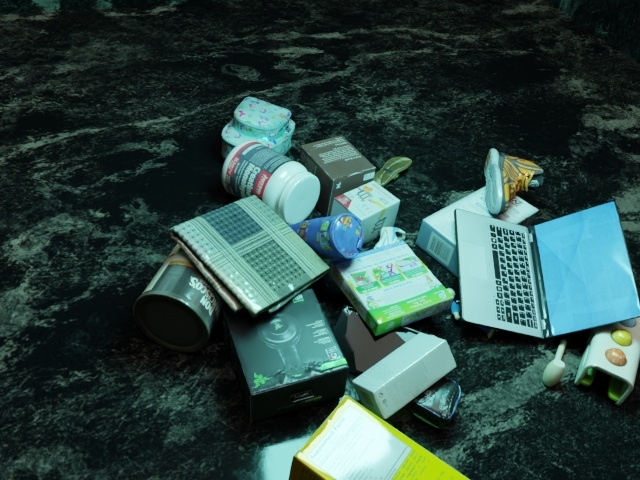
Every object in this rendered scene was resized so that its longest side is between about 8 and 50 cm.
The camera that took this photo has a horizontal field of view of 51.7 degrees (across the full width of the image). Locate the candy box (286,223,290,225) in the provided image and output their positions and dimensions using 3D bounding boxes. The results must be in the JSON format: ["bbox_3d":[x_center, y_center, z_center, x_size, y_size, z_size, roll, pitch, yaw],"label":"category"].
[{"bbox_3d":[-0.162,-0.015,2.019,0.205,0.027,0.105,-3,41,-15],"label":"candy box"}]

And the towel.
[{"bbox_3d":[-0.176,0.037,1.701,0.324,0.056,0.312,44,41,16],"label":"towel"}]

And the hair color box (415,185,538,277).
[{"bbox_3d":[0.504,-0.044,2.118,0.374,0.114,0.185,-27,54,-33],"label":"hair color box"}]

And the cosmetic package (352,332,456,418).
[{"bbox_3d":[0.205,0.326,1.611,0.231,0.086,0.117,-29,14,-19],"label":"cosmetic package"}]

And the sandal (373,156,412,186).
[{"bbox_3d":[0.250,-0.238,2.332,0.072,0.049,0.180,32,61,30],"label":"sandal"}]

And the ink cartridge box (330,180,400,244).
[{"bbox_3d":[0.138,-0.083,2.077,0.176,0.127,0.128,-26,53,-34],"label":"ink cartridge box"}]

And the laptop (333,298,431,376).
[{"bbox_3d":[0.161,0.261,1.795,0.234,0.137,0.264,20,18,9],"label":"laptop"}]

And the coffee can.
[{"bbox_3d":[-0.330,0.120,1.711,0.201,0.202,0.275,16,42,7],"label":"coffee can"}]

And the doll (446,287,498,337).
[{"bbox_3d":[0.426,0.199,1.889,0.129,0.046,0.189,-28,55,-36],"label":"doll"}]

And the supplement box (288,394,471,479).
[{"bbox_3d":[0.128,0.529,1.364,0.356,0.195,0.194,31,46,21],"label":"supplement box"}]

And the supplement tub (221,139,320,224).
[{"bbox_3d":[-0.157,-0.182,2.065,0.272,0.191,0.191,30,46,28],"label":"supplement tub"}]

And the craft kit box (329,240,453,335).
[{"bbox_3d":[0.191,0.122,1.805,0.249,0.061,0.247,-15,45,-26],"label":"craft kit box"}]

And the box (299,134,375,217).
[{"bbox_3d":[0.046,-0.211,2.168,0.168,0.167,0.203,-17,49,-28],"label":"box"}]

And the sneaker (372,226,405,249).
[{"bbox_3d":[0.205,0.038,1.987,0.086,0.085,0.237,1,39,18],"label":"sneaker"}]

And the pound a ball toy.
[{"bbox_3d":[0.754,0.289,1.790,0.208,0.136,0.319,26,44,17],"label":"pound a ball toy"}]

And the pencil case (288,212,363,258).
[{"bbox_3d":[0.000,0.000,1.861,0.133,0.306,0.120,29,70,-28],"label":"pencil case"}]

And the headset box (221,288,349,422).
[{"bbox_3d":[-0.090,0.285,1.625,0.246,0.131,0.283,-11,46,-17],"label":"headset box"}]

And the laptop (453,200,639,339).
[{"bbox_3d":[0.618,0.053,1.855,0.407,0.236,0.382,14,54,-14],"label":"laptop"}]

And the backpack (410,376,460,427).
[{"bbox_3d":[0.283,0.392,1.622,0.105,0.084,0.114,27,50,16],"label":"backpack"}]

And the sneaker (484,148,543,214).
[{"bbox_3d":[0.630,-0.188,2.123,0.179,0.125,0.321,12,42,3],"label":"sneaker"}]

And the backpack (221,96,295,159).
[{"bbox_3d":[-0.220,-0.360,2.276,0.225,0.191,0.254,21,48,11],"label":"backpack"}]
